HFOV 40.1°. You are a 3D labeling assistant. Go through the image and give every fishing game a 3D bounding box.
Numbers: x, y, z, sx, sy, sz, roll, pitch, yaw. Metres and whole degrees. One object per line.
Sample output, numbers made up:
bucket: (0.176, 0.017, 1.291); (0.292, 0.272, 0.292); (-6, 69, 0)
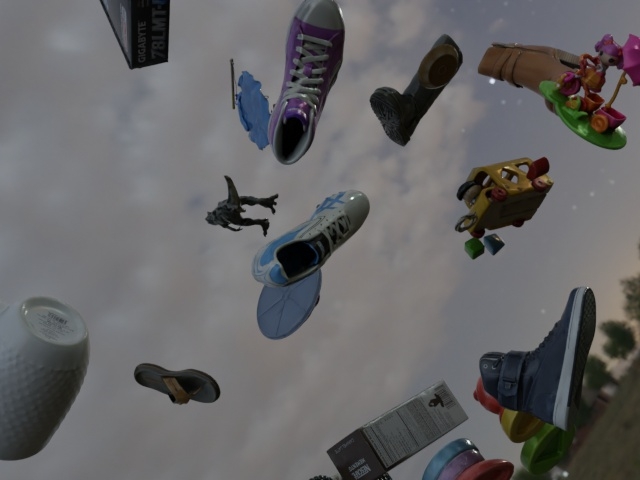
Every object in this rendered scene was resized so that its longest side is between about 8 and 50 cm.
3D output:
fishing game: (-0.146, -0.301, 2.032); (0.041, 0.264, 0.189); (-18, -52, -22)

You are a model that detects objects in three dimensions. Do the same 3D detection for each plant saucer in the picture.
plant saucer: (0.205, -0.294, 1.500); (0.083, 0.015, 0.083); (-19, -46, -21)

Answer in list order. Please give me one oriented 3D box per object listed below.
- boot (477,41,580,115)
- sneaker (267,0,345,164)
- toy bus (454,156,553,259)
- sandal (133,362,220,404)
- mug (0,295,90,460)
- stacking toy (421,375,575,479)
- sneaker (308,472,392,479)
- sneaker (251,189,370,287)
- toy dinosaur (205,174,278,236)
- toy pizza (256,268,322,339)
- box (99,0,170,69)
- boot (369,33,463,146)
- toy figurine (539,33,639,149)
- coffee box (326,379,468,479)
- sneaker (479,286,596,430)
boot: (0.456, -0.369, 1.934); (0.283, 0.220, 0.109); (-57, -22, -49)
sneaker: (-0.019, -0.258, 1.439); (0.161, 0.102, 0.282); (-93, 15, -70)
toy bus: (0.295, -0.080, 1.503); (0.191, 0.104, 0.202); (-38, -30, 3)
sandal: (-0.320, 0.321, 1.916); (0.060, 0.219, 0.090); (-59, -28, -48)
mug: (-0.732, 0.275, 2.054); (0.328, 0.374, 0.276); (-54, 1, 23)
stacking toy: (0.337, 0.395, 1.690); (0.309, 0.130, 0.279); (-54, -42, 2)
sneaker: (0.039, 0.536, 1.824); (0.283, 0.110, 0.122); (3, -44, -42)
sneaker: (0.000, 0.000, 1.350); (0.237, 0.086, 0.085); (-37, -60, -30)
toy dinosaur: (-0.147, -0.058, 1.650); (0.268, 0.118, 0.064); (136, 142, -69)
toy pizza: (-0.063, 0.123, 1.888); (0.032, 0.201, 0.201); (31, -89, -34)
box: (-0.300, -0.460, 1.297); (0.073, 0.293, 0.295); (-16, -28, -20)
boot: (0.186, -0.296, 1.630); (0.208, 0.076, 0.189); (-50, -21, -7)
toy figurine: (0.452, -0.257, 1.377); (0.130, 0.173, 0.159); (-17, -34, -42)
coffee box: (0.154, 0.386, 1.740); (0.246, 0.098, 0.141); (-21, -19, -37)
sneaker: (0.339, 0.169, 1.387); (0.086, 0.163, 0.226); (2, -79, -55)
